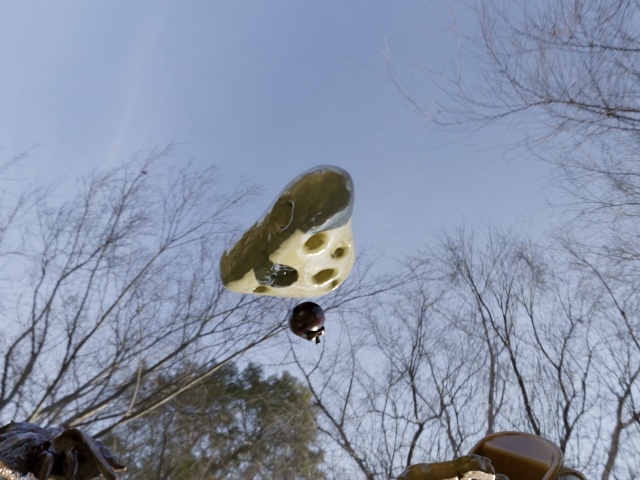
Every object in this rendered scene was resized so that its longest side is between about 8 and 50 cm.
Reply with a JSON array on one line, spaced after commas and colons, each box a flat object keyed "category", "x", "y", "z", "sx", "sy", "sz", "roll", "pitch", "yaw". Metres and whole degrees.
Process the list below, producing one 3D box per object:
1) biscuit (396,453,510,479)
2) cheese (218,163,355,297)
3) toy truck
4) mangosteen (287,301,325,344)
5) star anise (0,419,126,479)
[{"category": "biscuit", "x": 0.205, "y": 0.407, "z": 0.667, "sx": 0.184, "sy": 0.035, "sz": 0.248, "roll": -18, "pitch": -58, "yaw": 10}, {"category": "cheese", "x": 0.000, "y": 0.000, "z": 0.929, "sx": 0.351, "sy": 0.328, "sz": 0.129, "roll": -42, "pitch": -124, "yaw": 27}, {"category": "toy truck", "x": 0.410, "y": 0.527, "z": 0.863, "sx": 0.204, "sy": 0.288, "sz": 0.211, "roll": -18, "pitch": -87, "yaw": 61}, {"category": "mangosteen", "x": -0.027, "y": 0.166, "z": 0.890, "sx": 0.081, "sy": 0.081, "sz": 0.080, "roll": 2, "pitch": -85, "yaw": 21}, {"category": "star anise", "x": -0.575, "y": 0.452, "z": 0.927, "sx": 0.350, "sy": 0.293, "sz": 0.108, "roll": -13, "pitch": -114, "yaw": 53}]
